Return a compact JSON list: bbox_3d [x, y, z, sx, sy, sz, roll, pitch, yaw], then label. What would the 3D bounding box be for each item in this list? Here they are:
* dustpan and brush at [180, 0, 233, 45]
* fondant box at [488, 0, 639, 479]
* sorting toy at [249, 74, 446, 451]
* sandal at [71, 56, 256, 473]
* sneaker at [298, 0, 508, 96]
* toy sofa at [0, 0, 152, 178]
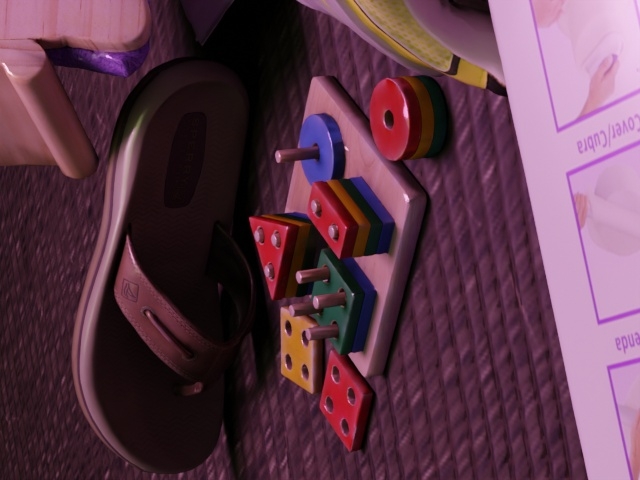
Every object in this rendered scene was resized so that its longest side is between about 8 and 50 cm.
[{"bbox_3d":[-0.064,-0.249,1.171,0.147,0.060,0.211,-46,62,51],"label":"dustpan and brush"},{"bbox_3d":[0.176,-0.036,0.509,0.096,0.238,0.330,-28,72,62],"label":"fondant box"},{"bbox_3d":[0.000,0.000,1.103,0.132,0.046,0.274,55,144,44],"label":"sorting toy"},{"bbox_3d":[-0.093,0.030,1.232,0.086,0.120,0.302,32,125,41],"label":"sandal"},{"bbox_3d":[0.022,-0.194,0.588,0.147,0.145,0.384,39,168,31],"label":"sneaker"},{"bbox_3d":[-0.179,-0.232,1.221,0.150,0.177,0.362,79,-169,-67],"label":"toy sofa"}]
